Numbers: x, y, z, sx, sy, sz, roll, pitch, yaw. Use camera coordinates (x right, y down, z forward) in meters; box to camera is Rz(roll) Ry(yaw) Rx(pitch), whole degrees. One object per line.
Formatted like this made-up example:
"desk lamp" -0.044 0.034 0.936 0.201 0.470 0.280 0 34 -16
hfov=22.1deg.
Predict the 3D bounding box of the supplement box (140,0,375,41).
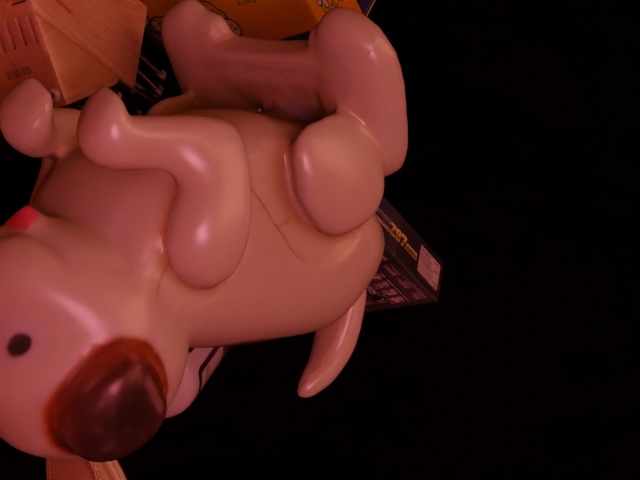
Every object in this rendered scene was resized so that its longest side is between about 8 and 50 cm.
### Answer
"supplement box" -0.106 -0.358 1.716 0.356 0.194 0.195 59 37 -29

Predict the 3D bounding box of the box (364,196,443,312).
"box" 0.000 0.000 1.792 0.232 0.183 0.059 45 45 -41

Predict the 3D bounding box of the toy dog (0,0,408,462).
"toy dog" -0.147 0.018 1.423 0.408 0.284 0.395 -38 132 -35

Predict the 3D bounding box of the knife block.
"knife block" -0.229 -0.213 1.580 0.242 0.088 0.275 -37 112 -56

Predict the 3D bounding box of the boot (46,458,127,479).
"boot" -0.237 0.280 1.436 0.165 0.077 0.213 -17 98 -56

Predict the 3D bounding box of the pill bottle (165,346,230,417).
"pill bottle" -0.152 0.104 1.590 0.108 0.108 0.193 64 35 -23
